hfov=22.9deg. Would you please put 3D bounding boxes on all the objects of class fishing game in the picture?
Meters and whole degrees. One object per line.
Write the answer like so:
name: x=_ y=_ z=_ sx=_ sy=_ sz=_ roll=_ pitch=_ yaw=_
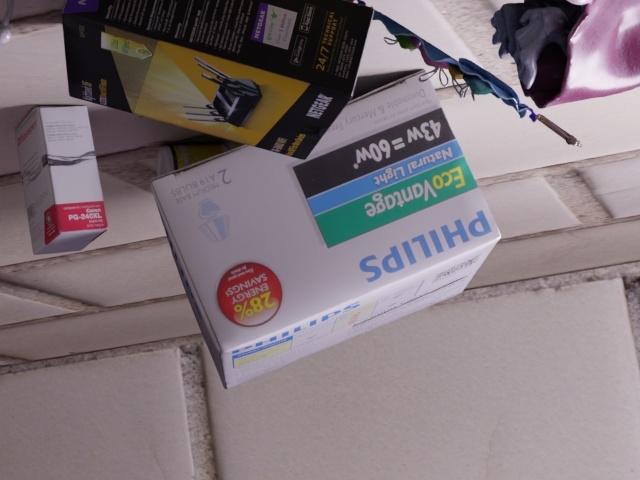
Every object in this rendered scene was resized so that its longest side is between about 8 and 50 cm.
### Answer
fishing game: x=0.114 y=-0.162 z=1.480 sx=0.264 sy=0.041 sz=0.189 roll=30 pitch=-171 yaw=-16

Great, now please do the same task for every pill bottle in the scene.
pill bottle: x=-0.147 y=-0.091 z=2.010 sx=0.116 sy=0.065 sz=0.065 roll=-4 pitch=168 yaw=-19

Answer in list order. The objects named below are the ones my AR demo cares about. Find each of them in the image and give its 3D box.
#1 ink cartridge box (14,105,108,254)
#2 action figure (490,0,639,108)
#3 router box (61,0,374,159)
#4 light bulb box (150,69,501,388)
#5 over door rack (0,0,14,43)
ink cartridge box: x=-0.300 y=-0.070 z=1.815 sx=0.063 sy=0.150 sz=0.109 roll=-5 pitch=169 yaw=-27
action figure: x=0.351 y=-0.230 z=1.473 sx=0.370 sy=0.248 sz=0.276 roll=-6 pitch=141 yaw=-1
router box: x=-0.100 y=-0.164 z=1.400 sx=0.243 sy=0.081 sz=0.309 roll=15 pitch=171 yaw=-5
light bulb box: x=0.000 y=0.000 z=1.944 sx=0.358 sy=0.225 sz=0.361 roll=-22 pitch=169 yaw=-7
over door rack: x=-0.392 y=-0.202 z=1.231 sx=0.324 sy=0.108 sz=0.239 roll=-3 pitch=167 yaw=-17
